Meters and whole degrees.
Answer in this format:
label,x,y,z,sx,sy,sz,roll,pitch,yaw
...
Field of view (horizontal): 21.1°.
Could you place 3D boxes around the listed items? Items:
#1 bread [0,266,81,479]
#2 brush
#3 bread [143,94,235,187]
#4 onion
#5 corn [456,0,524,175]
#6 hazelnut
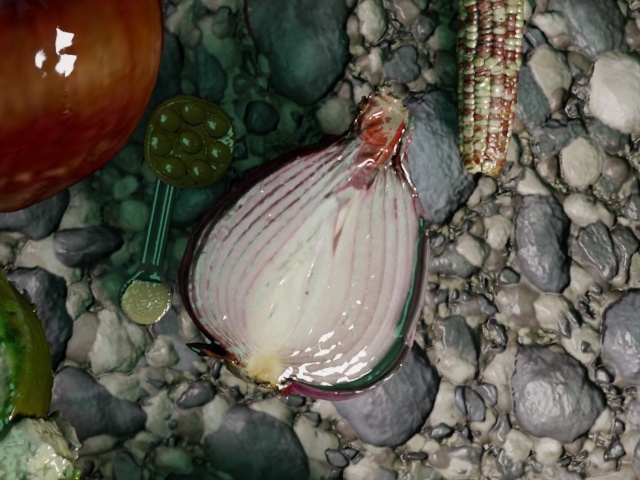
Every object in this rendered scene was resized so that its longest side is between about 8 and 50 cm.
label,x,y,z,sx,sy,sz,roll,pitch,yaw
bread,-0.431,0.187,1.848,0.382,0.129,0.366,24,81,9
brush,-0.179,-0.036,1.933,0.062,0.027,0.266,10,92,-13
bread,-0.146,-0.110,1.917,0.110,0.024,0.110,-1,93,-19
onion,0.000,0.000,1.876,0.267,0.159,0.349,31,85,-13
corn,0.184,-0.192,1.907,0.079,0.079,0.237,4,95,-1
hazelnut,-0.365,-0.209,1.774,0.421,0.353,0.421,-7,113,-17
